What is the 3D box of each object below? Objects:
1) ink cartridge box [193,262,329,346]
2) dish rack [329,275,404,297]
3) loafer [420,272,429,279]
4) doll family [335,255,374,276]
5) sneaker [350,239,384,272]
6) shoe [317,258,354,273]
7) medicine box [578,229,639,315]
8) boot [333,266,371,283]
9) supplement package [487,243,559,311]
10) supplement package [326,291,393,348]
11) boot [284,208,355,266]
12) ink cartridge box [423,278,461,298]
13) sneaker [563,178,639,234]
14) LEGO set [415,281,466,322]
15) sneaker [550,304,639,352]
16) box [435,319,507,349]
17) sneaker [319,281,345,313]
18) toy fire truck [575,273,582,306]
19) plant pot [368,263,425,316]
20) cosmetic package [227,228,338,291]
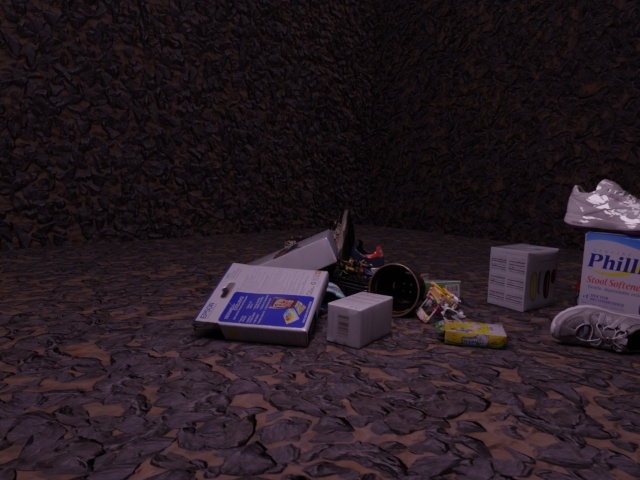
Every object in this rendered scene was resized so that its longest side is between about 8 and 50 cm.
[{"bbox_3d":[-0.153,0.173,1.407,0.306,0.072,0.304,2,28,12],"label":"ink cartridge box"},{"bbox_3d":[0.183,0.168,1.809,0.271,0.074,0.208,-5,11,-42],"label":"dish rack"},{"bbox_3d":[0.393,0.154,2.082,0.125,0.039,0.045,1,8,-5],"label":"loafer"},{"bbox_3d":[0.122,0.097,1.763,0.192,0.076,0.111,1,-16,35],"label":"doll family"},{"bbox_3d":[0.125,0.066,2.291,0.349,0.148,0.131,4,8,17],"label":"sneaker"},{"bbox_3d":[0.054,0.121,2.200,0.218,0.077,0.058,-2,31,12],"label":"shoe"},{"bbox_3d":[0.908,0.127,1.426,0.149,0.290,0.263,-4,9,-38],"label":"medicine box"},{"bbox_3d":[0.135,0.135,2.051,0.189,0.076,0.208,15,13,-7],"label":"boot"},{"bbox_3d":[0.710,0.125,1.746,0.194,0.203,0.149,-5,10,-35],"label":"supplement package"},{"bbox_3d":[0.108,0.210,1.346,0.105,0.105,0.179,7,9,35],"label":"supplement package"},{"bbox_3d":[0.000,0.000,2.215,0.283,0.138,0.378,-9,35,16],"label":"boot"},{"bbox_3d":[0.404,0.174,1.803,0.108,0.062,0.209,-1,-1,-20],"label":"ink cartridge box"},{"bbox_3d":[0.850,-0.095,1.408,0.114,0.152,0.305,-2,9,-44],"label":"sneaker"},{"bbox_3d":[0.370,0.210,1.572,0.132,0.107,0.287,38,9,7],"label":"LEGO set"},{"bbox_3d":[0.752,0.235,1.296,0.280,0.105,0.115,0,13,7],"label":"sneaker"},{"bbox_3d":[0.400,0.251,1.341,0.179,0.043,0.105,6,9,13],"label":"box"},{"bbox_3d":[-0.047,0.179,1.563,0.282,0.110,0.122,-2,12,-25],"label":"sneaker"},{"bbox_3d":[0.946,0.117,1.596,0.158,0.247,0.217,8,2,-38],"label":"toy fire truck"},{"bbox_3d":[0.263,0.159,1.627,0.166,0.167,0.165,5,0,26],"label":"plant pot"},{"bbox_3d":[-0.126,0.084,1.774,0.376,0.098,0.284,-23,4,5],"label":"cosmetic package"}]
